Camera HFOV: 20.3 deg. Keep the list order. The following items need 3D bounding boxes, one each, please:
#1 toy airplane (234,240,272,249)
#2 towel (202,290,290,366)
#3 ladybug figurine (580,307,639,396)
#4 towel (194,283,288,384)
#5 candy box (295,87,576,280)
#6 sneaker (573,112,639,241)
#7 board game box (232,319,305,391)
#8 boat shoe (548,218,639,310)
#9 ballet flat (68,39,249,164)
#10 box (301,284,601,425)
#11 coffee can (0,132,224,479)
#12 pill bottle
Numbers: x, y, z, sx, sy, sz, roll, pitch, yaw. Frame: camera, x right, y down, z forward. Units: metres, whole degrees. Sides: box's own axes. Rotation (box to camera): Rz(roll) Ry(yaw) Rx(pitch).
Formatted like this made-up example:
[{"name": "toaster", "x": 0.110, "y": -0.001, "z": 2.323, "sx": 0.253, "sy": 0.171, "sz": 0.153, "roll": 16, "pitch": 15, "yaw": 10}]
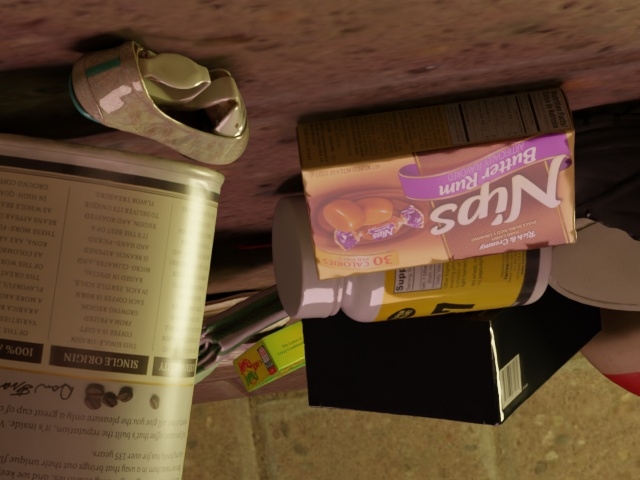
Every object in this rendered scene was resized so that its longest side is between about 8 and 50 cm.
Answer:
[{"name": "toy airplane", "x": 0.000, "y": 0.000, "z": 1.648, "sx": 0.151, "sy": 0.028, "sz": 0.151, "roll": -10, "pitch": 172, "yaw": -1}, {"name": "towel", "x": -0.206, "y": 0.121, "z": 2.159, "sx": 0.317, "sy": 0.053, "sz": 0.332, "roll": -6, "pitch": 170, "yaw": -8}, {"name": "ladybug figurine", "x": 0.422, "y": 0.058, "z": 1.722, "sx": 0.305, "sy": 0.162, "sz": 0.449, "roll": -32, "pitch": 180, "yaw": -20}, {"name": "towel", "x": -0.110, "y": 0.114, "z": 1.753, "sx": 0.248, "sy": 0.038, "sz": 0.325, "roll": -28, "pitch": 174, "yaw": -44}, {"name": "candy box", "x": 0.082, "y": -0.038, "z": 1.236, "sx": 0.187, "sy": 0.053, "sz": 0.109, "roll": -7, "pitch": 133, "yaw": 1}, {"name": "sneaker", "x": 0.254, "y": -0.037, "z": 1.316, "sx": 0.286, "sy": 0.130, "sz": 0.109, "roll": -13, "pitch": 172, "yaw": 37}, {"name": "board game box", "x": -0.006, "y": 0.114, "z": 2.111, "sx": 0.181, "sy": 0.043, "sz": 0.092, "roll": -24, "pitch": 171, "yaw": -32}, {"name": "boat shoe", "x": 0.326, "y": -0.043, "z": 1.418, "sx": 0.340, "sy": 0.113, "sz": 0.127, "roll": -27, "pitch": 119, "yaw": 40}, {"name": "ballet flat", "x": -0.075, "y": -0.078, "z": 1.011, "sx": 0.052, "sy": 0.057, "sz": 0.168, "roll": -24, "pitch": 165, "yaw": 26}, {"name": "box", "x": 0.124, "y": 0.072, "z": 1.619, "sx": 0.184, "sy": 0.103, "sz": 0.261, "roll": 0, "pitch": -164, "yaw": 28}, {"name": "coffee can", "x": -0.174, "y": 0.082, "z": 1.068, "sx": 0.201, "sy": 0.275, "sz": 0.201, "roll": 8, "pitch": 178, "yaw": 0}, {"name": "pill bottle", "x": 0.072, "y": 0.004, "z": 1.451, "sx": 0.208, "sy": 0.119, "sz": 0.119, "roll": -5, "pitch": 171, "yaw": -15}]
